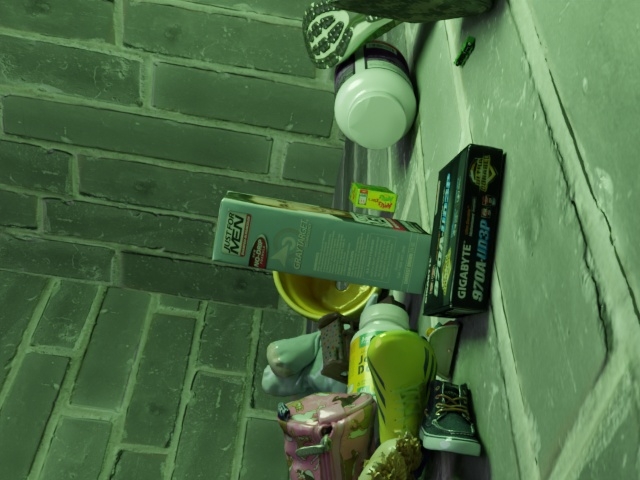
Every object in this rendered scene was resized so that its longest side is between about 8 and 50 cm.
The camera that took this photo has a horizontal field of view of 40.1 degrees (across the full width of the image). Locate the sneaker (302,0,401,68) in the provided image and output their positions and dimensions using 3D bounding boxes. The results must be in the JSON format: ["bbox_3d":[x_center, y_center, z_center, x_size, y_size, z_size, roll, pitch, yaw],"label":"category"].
[{"bbox_3d":[0.116,-0.499,1.960,0.410,0.182,0.158,-20,84,52],"label":"sneaker"}]

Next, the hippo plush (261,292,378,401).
[{"bbox_3d":[0.042,0.312,1.812,0.234,0.294,0.237,74,171,-53],"label":"hippo plush"}]

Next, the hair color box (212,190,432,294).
[{"bbox_3d":[0.000,0.000,1.603,0.185,0.374,0.114,-111,31,-81],"label":"hair color box"}]

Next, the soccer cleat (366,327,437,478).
[{"bbox_3d":[0.119,0.229,1.205,0.289,0.093,0.121,78,-172,-48],"label":"soccer cleat"}]

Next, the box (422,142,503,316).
[{"bbox_3d":[0.194,-0.006,1.211,0.175,0.051,0.220,126,152,-81],"label":"box"}]

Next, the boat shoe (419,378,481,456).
[{"bbox_3d":[0.160,0.218,1.097,0.183,0.065,0.083,130,150,-83],"label":"boat shoe"}]

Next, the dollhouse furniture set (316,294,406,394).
[{"bbox_3d":[0.081,0.209,1.619,0.161,0.101,0.182,-36,43,33],"label":"dollhouse furniture set"}]

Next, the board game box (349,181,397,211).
[{"bbox_3d":[0.123,-0.104,2.096,0.181,0.092,0.043,-109,27,-81],"label":"board game box"}]

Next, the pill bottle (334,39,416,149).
[{"bbox_3d":[0.121,-0.326,1.988,0.323,0.181,0.182,-88,8,-60],"label":"pill bottle"}]

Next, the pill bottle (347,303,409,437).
[{"bbox_3d":[0.106,0.216,1.482,0.118,0.117,0.208,104,174,-50],"label":"pill bottle"}]

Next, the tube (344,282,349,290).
[{"bbox_3d":[0.084,0.203,2.276,0.070,0.062,0.240,-17,-59,-45],"label":"tube"}]

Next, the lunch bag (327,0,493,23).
[{"bbox_3d":[0.150,-0.499,1.414,0.305,0.212,0.256,-155,74,-70],"label":"lunch bag"}]

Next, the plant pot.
[{"bbox_3d":[0.037,0.079,2.035,0.239,0.253,0.254,54,-138,-73],"label":"plant pot"}]

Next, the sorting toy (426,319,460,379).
[{"bbox_3d":[0.177,0.148,1.270,0.075,0.044,0.083,-29,-50,-71],"label":"sorting toy"}]

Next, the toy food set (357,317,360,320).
[{"bbox_3d":[0.050,0.339,2.153,0.220,0.092,0.306,-90,9,-66],"label":"toy food set"}]

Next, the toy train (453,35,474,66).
[{"bbox_3d":[0.241,-0.317,1.474,0.083,0.017,0.024,115,173,-75],"label":"toy train"}]

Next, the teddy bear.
[{"bbox_3d":[0.095,0.411,1.098,0.245,0.113,0.338,46,-132,-73],"label":"teddy bear"}]

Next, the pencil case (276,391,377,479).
[{"bbox_3d":[0.028,0.426,1.323,0.160,0.167,0.386,-4,93,47],"label":"pencil case"}]
